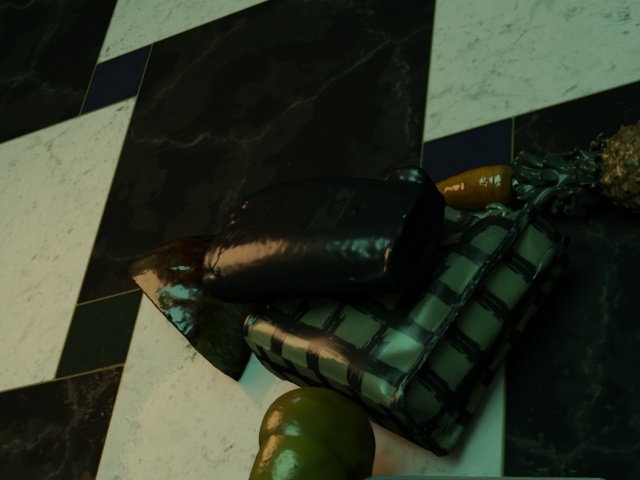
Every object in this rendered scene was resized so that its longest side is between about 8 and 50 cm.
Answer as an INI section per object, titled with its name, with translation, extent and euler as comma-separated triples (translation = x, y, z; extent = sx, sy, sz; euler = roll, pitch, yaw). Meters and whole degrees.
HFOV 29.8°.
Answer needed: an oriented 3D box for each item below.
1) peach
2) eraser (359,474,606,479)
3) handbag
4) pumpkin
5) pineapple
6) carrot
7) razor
[peach]
translation = -0.019, 0.293, 1.415
extent = 0.153, 0.251, 0.251
euler = 2, 54, 14
[eraser]
translation = 0.171, 0.348, 1.287
extent = 0.290, 0.104, 0.189
euler = -7, 83, 33
[handbag]
translation = 0.111, 0.079, 1.562
extent = 0.325, 0.162, 0.327
euler = 20, 67, 49
[pumpkin]
translation = -0.178, 0.052, 1.820
extent = 0.169, 0.148, 0.312
euler = -47, 45, -1
[pineapple]
translation = 0.366, -0.091, 1.551
extent = 0.248, 0.128, 0.128
euler = -5, 52, 39
[carrot]
translation = 0.176, -0.067, 1.720
extent = 0.257, 0.061, 0.061
euler = -7, 51, 35
[razor]
translation = -0.001, -0.003, 1.535
extent = 0.327, 0.107, 0.189
euler = -4, 43, 41
